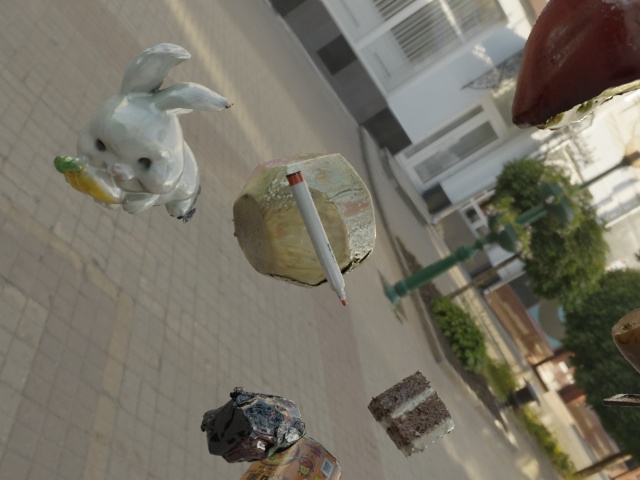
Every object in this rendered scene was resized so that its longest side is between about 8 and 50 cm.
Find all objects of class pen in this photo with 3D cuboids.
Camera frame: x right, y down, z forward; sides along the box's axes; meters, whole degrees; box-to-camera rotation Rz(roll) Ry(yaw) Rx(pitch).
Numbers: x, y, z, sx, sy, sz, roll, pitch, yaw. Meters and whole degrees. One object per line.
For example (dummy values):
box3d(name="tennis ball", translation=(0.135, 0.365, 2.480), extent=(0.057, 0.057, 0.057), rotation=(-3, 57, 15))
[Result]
box3d(name="pen", translation=(0.000, 0.000, 0.953), extent=(0.026, 0.026, 0.218), rotation=(-72, 142, -72))

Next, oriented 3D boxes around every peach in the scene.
box3d(name="peach", translation=(0.432, -0.307, 0.959), extent=(0.257, 0.361, 0.201), rotation=(-17, 84, -82))

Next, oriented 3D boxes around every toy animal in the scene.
box3d(name="toy animal", translation=(-0.282, -0.150, 1.051), extent=(0.182, 0.247, 0.310), rotation=(38, -20, 7))

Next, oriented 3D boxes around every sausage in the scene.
box3d(name="sausage", translation=(0.705, 0.270, 1.242), extent=(0.328, 0.112, 0.112), rotation=(46, 13, 3))

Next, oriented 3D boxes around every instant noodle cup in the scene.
box3d(name="instant noodle cup", translation=(-0.064, 0.498, 1.275), extent=(0.216, 0.215, 0.172), rotation=(54, 43, -17))

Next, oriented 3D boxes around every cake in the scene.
box3d(name="cake", translation=(0.195, 0.378, 1.392), extent=(0.147, 0.134, 0.135), rotation=(59, -14, 17))

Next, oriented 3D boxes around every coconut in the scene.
box3d(name="coconut", translation=(-0.023, -0.058, 1.595), extent=(0.353, 0.352, 0.353), rotation=(53, 14, -20))

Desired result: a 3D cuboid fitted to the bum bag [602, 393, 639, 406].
box3d(name="bum bag", translation=(0.524, 0.251, 0.980), extent=(0.109, 0.159, 0.026), rotation=(6, 80, -42))

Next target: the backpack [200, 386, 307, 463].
box3d(name="backpack", translation=(-0.102, 0.311, 1.073), extent=(0.165, 0.120, 0.106), rotation=(18, 37, -38))
